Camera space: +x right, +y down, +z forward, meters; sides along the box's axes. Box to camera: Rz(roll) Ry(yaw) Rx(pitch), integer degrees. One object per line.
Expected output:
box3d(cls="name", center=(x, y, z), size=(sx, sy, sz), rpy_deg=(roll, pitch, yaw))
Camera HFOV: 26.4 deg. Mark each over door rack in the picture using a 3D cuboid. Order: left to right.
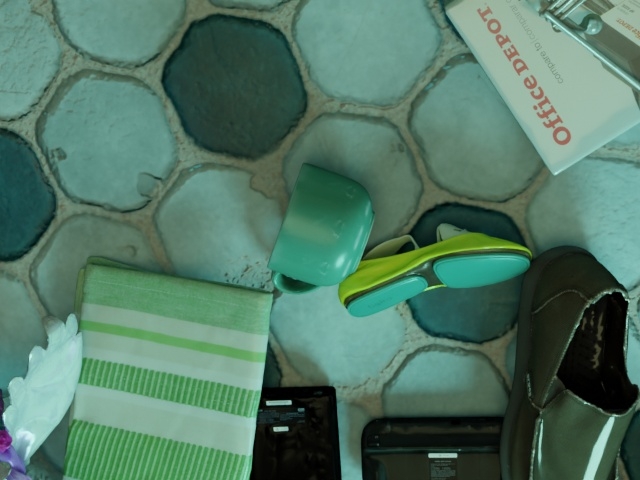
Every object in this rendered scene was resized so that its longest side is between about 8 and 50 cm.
box3d(cls="over door rack", center=(0.381, -0.232, 1.326), size=(0.324, 0.108, 0.239), rpy_deg=(37, 123, -22))

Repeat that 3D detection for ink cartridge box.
box3d(cls="ink cartridge box", center=(0.317, -0.249, 1.470), size=(0.307, 0.129, 0.223), rpy_deg=(-33, 99, 11))

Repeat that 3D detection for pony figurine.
box3d(cls="pony figurine", center=(-0.406, 0.273, 1.590), size=(0.364, 0.302, 0.351), rpy_deg=(13, 135, 8))

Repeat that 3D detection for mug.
box3d(cls="mug", center=(0.003, -0.009, 1.567), size=(0.097, 0.158, 0.129), rpy_deg=(19, 72, -1))

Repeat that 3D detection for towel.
box3d(cls="towel", center=(-0.192, 0.196, 1.654), size=(0.248, 0.038, 0.324), rpy_deg=(10, 103, 13))

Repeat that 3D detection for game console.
box3d(cls="game console", center=(0.070, 0.283, 1.663), size=(0.361, 0.044, 0.213), rpy_deg=(-1, 103, 7))

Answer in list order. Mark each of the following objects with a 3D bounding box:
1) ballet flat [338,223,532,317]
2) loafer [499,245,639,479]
box3d(cls="ballet flat", center=(0.127, 0.022, 1.581), size=(0.231, 0.077, 0.077), rpy_deg=(-17, 145, 14))
box3d(cls="loafer", center=(0.289, 0.195, 1.556), size=(0.134, 0.130, 0.365), rpy_deg=(-8, 103, -19))
